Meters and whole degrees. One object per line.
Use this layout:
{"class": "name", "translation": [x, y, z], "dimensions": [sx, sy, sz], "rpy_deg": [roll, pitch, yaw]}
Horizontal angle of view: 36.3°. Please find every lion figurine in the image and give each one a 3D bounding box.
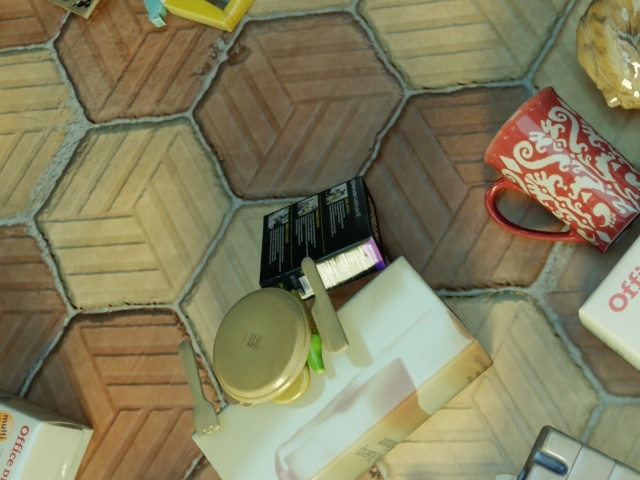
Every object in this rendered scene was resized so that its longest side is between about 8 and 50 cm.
{"class": "lion figurine", "translation": [0.450, -0.318, 1.084], "dimensions": [0.392, 0.142, 0.240], "rpy_deg": [-25, 78, 3]}

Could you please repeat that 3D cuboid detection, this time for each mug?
{"class": "mug", "translation": [0.277, -0.064, 1.096], "dimensions": [0.169, 0.150, 0.113], "rpy_deg": [44, 54, 17]}

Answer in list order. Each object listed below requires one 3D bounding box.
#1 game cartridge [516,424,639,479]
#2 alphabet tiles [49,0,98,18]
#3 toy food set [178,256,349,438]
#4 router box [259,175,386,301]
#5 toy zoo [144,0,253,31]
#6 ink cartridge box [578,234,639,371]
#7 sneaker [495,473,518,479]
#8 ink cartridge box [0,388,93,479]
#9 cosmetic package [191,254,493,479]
{"class": "game cartridge", "translation": [0.250, 0.393, 0.964], "dimensions": [0.230, 0.068, 0.355], "rpy_deg": [27, 84, 0]}
{"class": "alphabet tiles", "translation": [-0.300, -0.426, 1.364], "dimensions": [0.198, 0.009, 0.237], "rpy_deg": [29, 85, 32]}
{"class": "toy food set", "translation": [-0.056, 0.113, 1.010], "dimensions": [0.192, 0.038, 0.132], "rpy_deg": [-33, 55, 18]}
{"class": "router box", "translation": [0.000, 0.000, 1.110], "dimensions": [0.133, 0.179, 0.046], "rpy_deg": [-23, 114, 9]}
{"class": "toy zoo", "translation": [-0.139, -0.410, 1.324], "dimensions": [0.192, 0.030, 0.293], "rpy_deg": [33, 86, 20]}
{"class": "ink cartridge box", "translation": [0.437, 0.087, 0.983], "dimensions": [0.289, 0.121, 0.211], "rpy_deg": [39, 92, 20]}
{"class": "sneaker", "translation": [0.178, 0.317, 1.040], "dimensions": [0.061, 0.053, 0.152], "rpy_deg": [33, 82, 34]}
{"class": "ink cartridge box", "translation": [-0.391, 0.251, 1.167], "dimensions": [0.176, 0.127, 0.128], "rpy_deg": [17, 80, 18]}
{"class": "cosmetic package", "translation": [0.030, 0.171, 1.061], "dimensions": [0.296, 0.153, 0.129], "rpy_deg": [-41, 68, 3]}
